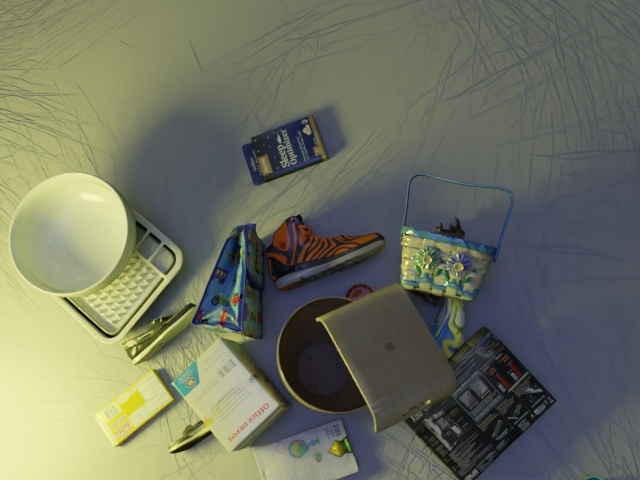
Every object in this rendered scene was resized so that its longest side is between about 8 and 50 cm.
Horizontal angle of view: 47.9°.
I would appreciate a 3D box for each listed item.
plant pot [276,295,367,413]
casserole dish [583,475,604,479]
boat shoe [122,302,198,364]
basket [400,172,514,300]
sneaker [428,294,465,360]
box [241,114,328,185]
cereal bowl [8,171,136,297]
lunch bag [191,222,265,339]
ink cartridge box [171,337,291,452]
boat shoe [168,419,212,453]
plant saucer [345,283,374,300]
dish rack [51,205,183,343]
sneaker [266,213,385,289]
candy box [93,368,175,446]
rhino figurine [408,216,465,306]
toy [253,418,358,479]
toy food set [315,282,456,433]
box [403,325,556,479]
[{"bbox_3d":[0.022,0.300,1.793,0.284,0.191,0.283,4,68,-10],"label":"plant pot"},{"bbox_3d":[0.626,0.643,1.715,0.188,0.037,0.114,-37,74,-1],"label":"casserole dish"},{"bbox_3d":[-0.433,0.239,1.952,0.233,0.084,0.079,-38,75,2],"label":"boat shoe"},{"bbox_3d":[0.320,-0.006,1.750,0.255,0.201,0.288,10,85,12],"label":"basket"},{"bbox_3d":[0.304,0.230,1.831,0.126,0.091,0.239,-2,78,9],"label":"sneaker"},{"bbox_3d":[-0.105,-0.252,2.034,0.226,0.036,0.136,-21,75,5],"label":"box"},{"bbox_3d":[-0.647,-0.008,1.940,0.339,0.141,0.338,-2,78,9],"label":"cereal bowl"},{"bbox_3d":[-0.213,0.096,1.877,0.138,0.221,0.293,8,79,10],"label":"lunch bag"},{"bbox_3d":[-0.220,0.393,1.838,0.171,0.168,0.232,-43,75,-1],"label":"ink cartridge box"},{"bbox_3d":[-0.334,0.507,1.896,0.152,0.056,0.049,-30,64,-3],"label":"boat shoe"},{"bbox_3d":[0.107,0.156,1.919,0.084,0.013,0.083,-2,76,9],"label":"plant saucer"},{"bbox_3d":[-0.561,0.094,2.012,0.286,0.072,0.332,38,86,14],"label":"dish rack"},{"bbox_3d":[0.000,0.000,1.914,0.321,0.124,0.180,-20,76,4],"label":"sneaker"},{"bbox_3d":[-0.501,0.451,1.944,0.206,0.027,0.105,-38,77,0],"label":"candy box"},{"bbox_3d":[0.304,0.045,1.883,0.106,0.073,0.243,25,81,11],"label":"rhino figurine"},{"bbox_3d":[-0.036,0.560,1.831,0.238,0.056,0.136,-20,71,-1],"label":"toy"},{"bbox_3d":[0.151,0.266,1.692,0.220,0.092,0.306,-22,66,-19],"label":"toy food set"},{"bbox_3d":[0.374,0.401,1.749,0.307,0.076,0.242,-44,95,-2],"label":"box"}]
